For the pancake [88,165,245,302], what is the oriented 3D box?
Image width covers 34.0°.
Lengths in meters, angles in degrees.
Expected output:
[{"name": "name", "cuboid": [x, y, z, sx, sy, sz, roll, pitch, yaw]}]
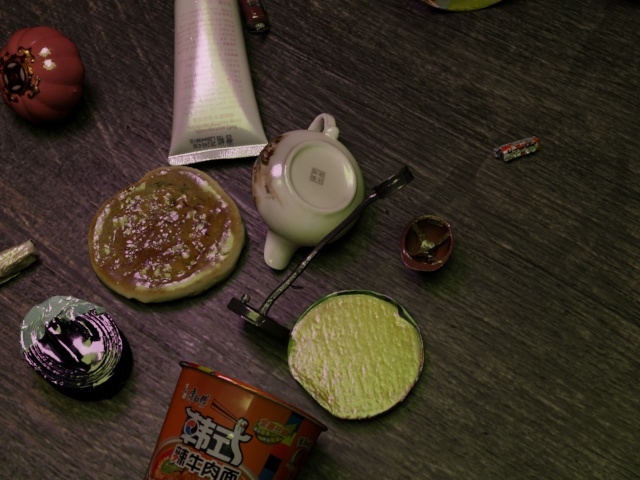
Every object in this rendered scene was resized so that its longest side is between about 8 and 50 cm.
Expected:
[{"name": "pancake", "cuboid": [-0.271, -0.008, 1.836, 0.283, 0.049, 0.282, -3, 65, 7]}]

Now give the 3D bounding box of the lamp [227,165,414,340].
[{"name": "lamp", "cuboid": [0.022, 0.031, 1.720, 0.371, 0.130, 0.108, -38, 92, -4]}]

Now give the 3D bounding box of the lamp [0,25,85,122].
[{"name": "lamp", "cuboid": [-0.514, -0.308, 1.948, 0.182, 0.140, 0.182, 7, 104, 31]}]

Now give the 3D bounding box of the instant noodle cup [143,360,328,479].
[{"name": "instant noodle cup", "cuboid": [-0.140, 0.318, 1.568, 0.250, 0.250, 0.192, 21, 76, 15]}]

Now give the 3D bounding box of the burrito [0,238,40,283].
[{"name": "burrito", "cuboid": [-0.562, 0.047, 1.836, 0.149, 0.041, 0.055, -31, 79, -10]}]

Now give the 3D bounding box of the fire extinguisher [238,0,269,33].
[{"name": "fire extinguisher", "cuboid": [-0.136, -0.460, 2.046, 0.064, 0.043, 0.158, 4, 55, -41]}]

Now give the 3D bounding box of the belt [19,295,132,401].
[{"name": "belt", "cuboid": [-0.407, 0.174, 1.741, 0.198, 0.078, 0.151, 31, 72, 20]}]

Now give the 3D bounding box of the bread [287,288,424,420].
[{"name": "bread", "cuboid": [0.058, 0.186, 1.718, 0.229, 0.033, 0.228, -1, 65, 3]}]

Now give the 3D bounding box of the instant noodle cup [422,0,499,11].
[{"name": "instant noodle cup", "cuboid": [0.267, -0.594, 1.969, 0.265, 0.264, 0.200, -5, 55, 3]}]

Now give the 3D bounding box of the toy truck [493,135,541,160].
[{"name": "toy truck", "cuboid": [0.350, -0.164, 1.866, 0.083, 0.024, 0.032, -20, 42, -6]}]

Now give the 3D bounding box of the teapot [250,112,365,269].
[{"name": "teapot", "cuboid": [-0.021, -0.097, 1.810, 0.204, 0.139, 0.298, 27, 64, -12]}]

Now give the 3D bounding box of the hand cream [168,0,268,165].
[{"name": "hand cream", "cuboid": [-0.201, -0.311, 1.953, 0.186, 0.118, 0.358, -6, 71, 0]}]

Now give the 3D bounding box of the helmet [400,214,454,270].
[{"name": "helmet", "cuboid": [0.178, 0.017, 1.775, 0.089, 0.057, 0.111, 16, 62, 9]}]
